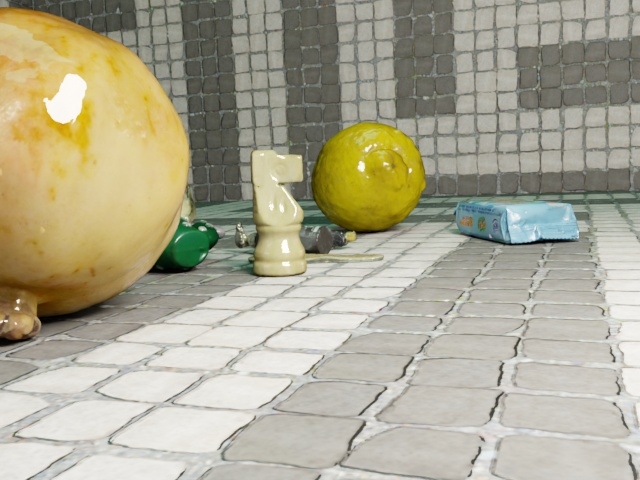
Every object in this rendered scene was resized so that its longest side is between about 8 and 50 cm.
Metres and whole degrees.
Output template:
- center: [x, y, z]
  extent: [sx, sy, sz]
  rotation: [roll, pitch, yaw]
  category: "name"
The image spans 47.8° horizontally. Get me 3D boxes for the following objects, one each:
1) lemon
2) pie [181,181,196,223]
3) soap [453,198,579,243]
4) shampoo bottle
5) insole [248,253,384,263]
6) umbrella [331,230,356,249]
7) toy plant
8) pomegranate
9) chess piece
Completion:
- center: [0.106, -0.146, 1.743]
  extent: [0.285, 0.285, 0.316]
  rotation: [-9, -11, -45]
  category: "lemon"
- center: [-0.422, -0.064, 1.511]
  extent: [0.338, 0.075, 0.337]
  rotation: [4, 41, -4]
  category: "pie"
- center: [0.394, -0.045, 1.503]
  extent: [0.156, 0.077, 0.293]
  rotation: [-4, 6, -14]
  category: "soap"
- center: [-0.078, -0.004, 1.402]
  extent: [0.208, 0.063, 0.057]
  rotation: [1, -2, 31]
  category: "shampoo bottle"
- center: [-0.010, 0.031, 1.299]
  extent: [0.248, 0.011, 0.081]
  rotation: [-1, 6, 9]
  category: "insole"
- center: [0.000, 0.000, 1.443]
  extent: [0.144, 0.040, 0.037]
  rotation: [-5, 13, 11]
  category: "umbrella"
- center: [-0.302, -0.005, 1.294]
  extent: [0.243, 0.112, 0.232]
  rotation: [5, 10, 15]
  category: "toy plant"
- center: [-0.366, -0.069, 0.856]
  extent: [0.412, 0.411, 0.411]
  rotation: [-3, 7, 0]
  category: "pomegranate"
- center: [-0.070, -0.046, 1.165]
  extent: [0.090, 0.200, 0.090]
  rotation: [-2, 7, 0]
  category: "chess piece"
